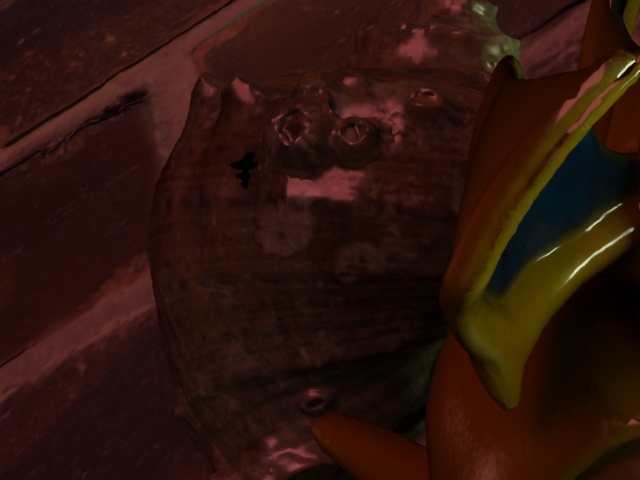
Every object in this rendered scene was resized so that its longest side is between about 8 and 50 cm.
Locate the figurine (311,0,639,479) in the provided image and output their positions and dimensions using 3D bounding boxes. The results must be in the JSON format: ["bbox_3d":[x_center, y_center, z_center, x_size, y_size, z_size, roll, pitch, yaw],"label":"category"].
[{"bbox_3d":[0.174,0.014,0.920,0.401,0.268,0.387,-74,5,-64],"label":"figurine"}]

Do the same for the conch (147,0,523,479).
[{"bbox_3d":[-0.012,-0.012,1.183,0.352,0.210,0.297,-50,23,-7],"label":"conch"}]
